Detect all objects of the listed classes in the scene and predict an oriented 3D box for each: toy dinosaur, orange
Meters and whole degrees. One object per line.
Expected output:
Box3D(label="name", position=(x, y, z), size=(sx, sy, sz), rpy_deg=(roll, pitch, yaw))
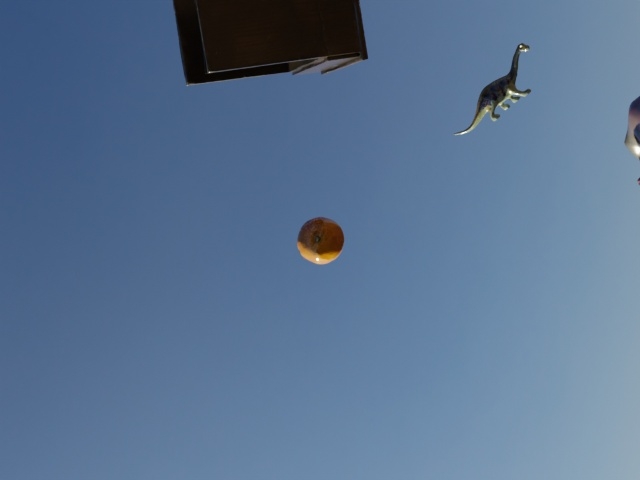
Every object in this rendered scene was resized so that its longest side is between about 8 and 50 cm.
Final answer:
Box3D(label="toy dinosaur", position=(0.269, -0.211, 1.281), size=(0.180, 0.058, 0.037), rpy_deg=(-53, -10, 27))
Box3D(label="orange", position=(0.001, -0.001, 1.464), size=(0.083, 0.083, 0.084), rpy_deg=(-11, -77, -59))

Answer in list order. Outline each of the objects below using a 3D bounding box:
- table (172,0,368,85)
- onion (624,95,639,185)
Box3D(label="table", position=(-0.099, -0.387, 1.516), size=(0.282, 0.250, 0.196), rpy_deg=(-11, -81, -16))
Box3D(label="onion", position=(0.531, -0.099, 1.128), size=(0.272, 0.195, 0.272), rpy_deg=(54, -163, -24))
